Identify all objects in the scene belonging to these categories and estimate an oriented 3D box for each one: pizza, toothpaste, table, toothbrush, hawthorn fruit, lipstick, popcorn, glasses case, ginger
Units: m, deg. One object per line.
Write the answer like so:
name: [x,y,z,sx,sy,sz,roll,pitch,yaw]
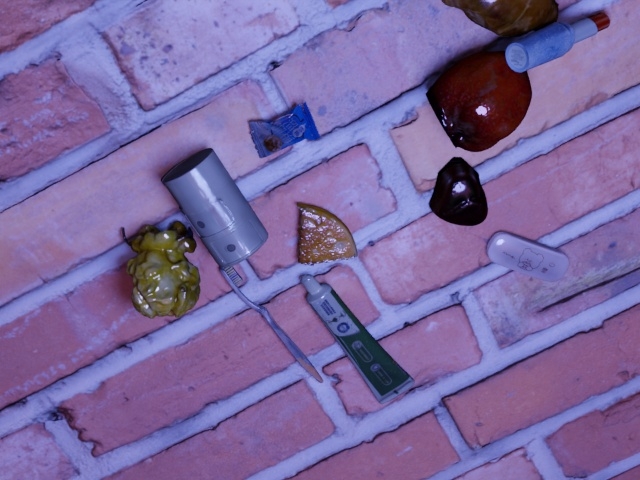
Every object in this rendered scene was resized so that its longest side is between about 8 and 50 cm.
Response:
pizza: [0.000,0.000,1.868,0.178,0.041,0.130,29,103,-16]
toothpaste: [0.076,0.219,1.954,0.099,0.061,0.392,-34,114,8]
table: [-0.215,-0.067,1.776,0.126,0.126,0.220,-29,110,6]
toothbrush: [-0.105,0.192,1.940,0.037,0.028,0.375,-37,110,1]
hawthorn fruit: [0.332,-0.294,1.727,0.251,0.189,0.189,-44,110,-9]
lipstick: [0.475,-0.398,1.689,0.274,0.061,0.068,-27,144,-29]
popcorn: [-0.334,0.065,1.797,0.174,0.168,0.195,-1,104,35]
glasses case: [0.463,0.037,1.924,0.194,0.049,0.074,18,108,-14]
ginger: [0.350,-0.540,1.641,0.274,0.152,0.357,-34,113,-13]

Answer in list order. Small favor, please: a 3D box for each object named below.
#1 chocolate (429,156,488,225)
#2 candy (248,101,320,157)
chocolate: [0.295,-0.093,1.841,0.125,0.080,0.148,-21,113,2]
candy: [-0.078,-0.227,1.776,0.136,0.038,0.088,-18,126,9]
